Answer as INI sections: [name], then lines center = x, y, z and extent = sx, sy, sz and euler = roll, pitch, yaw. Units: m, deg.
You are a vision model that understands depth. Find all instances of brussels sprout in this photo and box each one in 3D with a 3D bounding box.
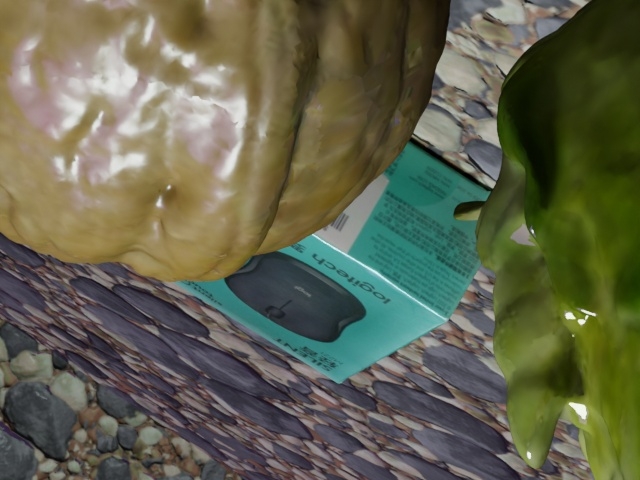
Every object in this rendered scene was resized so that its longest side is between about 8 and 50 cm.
[brussels sprout]
center = 0.255, 0.015, 0.938
extent = 0.276, 0.315, 0.371
euler = 27, -154, -45

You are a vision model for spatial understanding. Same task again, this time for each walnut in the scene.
[walnut]
center = -0.081, -0.125, 1.065
extent = 0.333, 0.333, 0.333
euler = 27, 161, 10

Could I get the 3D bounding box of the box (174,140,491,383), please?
[box]
center = 0.000, 0.000, 1.541
extent = 0.205, 0.118, 0.311
euler = 34, 160, -6
